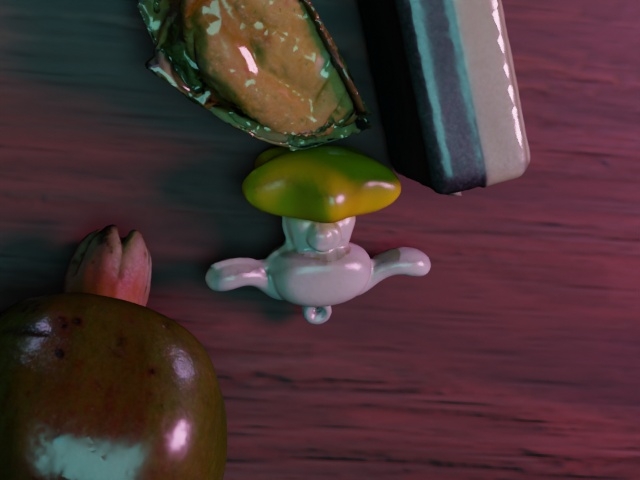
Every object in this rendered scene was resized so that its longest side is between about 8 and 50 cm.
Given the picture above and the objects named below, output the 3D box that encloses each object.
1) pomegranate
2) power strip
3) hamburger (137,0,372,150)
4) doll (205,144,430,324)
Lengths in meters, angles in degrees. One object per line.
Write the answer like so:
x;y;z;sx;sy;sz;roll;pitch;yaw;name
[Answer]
-0.133;0.090;1.014;0.180;0.180;0.210;20;62;-15;pomegranate
0.063;-0.151;1.035;0.070;0.105;0.257;-13;104;-10;power strip
-0.052;-0.123;1.030;0.102;0.087;0.176;-29;112;5;hamburger
0.008;0.000;1.074;0.135;0.071;0.113;20;103;-20;doll
